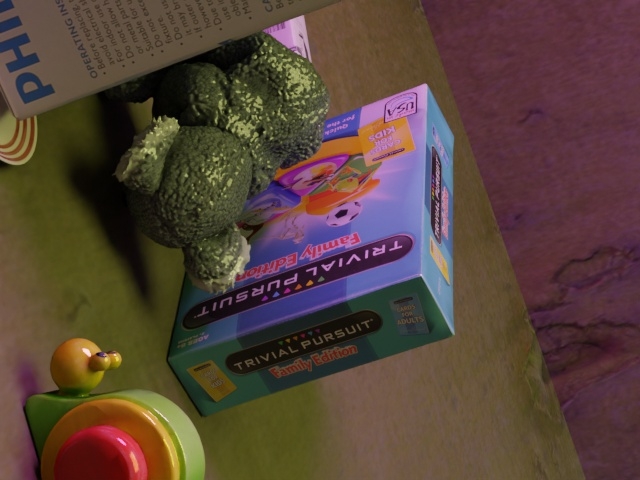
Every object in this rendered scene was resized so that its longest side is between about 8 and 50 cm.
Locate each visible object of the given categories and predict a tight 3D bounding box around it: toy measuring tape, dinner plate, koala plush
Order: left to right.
[{"bbox_3d":[-0.267,-0.125,1.349,0.141,0.017,0.141,-18,90,-73],"label":"dinner plate"},{"bbox_3d":[-0.126,0.227,1.255,0.121,0.121,0.330,-2,74,-73],"label":"toy measuring tape"},{"bbox_3d":[-0.108,-0.076,1.548,0.196,0.203,0.221,62,31,-27],"label":"koala plush"}]

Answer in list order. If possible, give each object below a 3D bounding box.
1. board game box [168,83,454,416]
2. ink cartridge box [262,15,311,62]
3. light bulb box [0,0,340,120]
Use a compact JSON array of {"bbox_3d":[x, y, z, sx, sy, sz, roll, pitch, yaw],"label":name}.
[{"bbox_3d":[0.000,0.000,1.654,0.336,0.254,0.079,-84,150,-55],"label":"board game box"},{"bbox_3d":[-0.063,-0.200,1.940,0.056,0.099,0.135,46,31,-58],"label":"ink cartridge box"},{"bbox_3d":[-0.102,-0.300,1.436,0.358,0.361,0.225,-71,141,-69],"label":"light bulb box"}]
